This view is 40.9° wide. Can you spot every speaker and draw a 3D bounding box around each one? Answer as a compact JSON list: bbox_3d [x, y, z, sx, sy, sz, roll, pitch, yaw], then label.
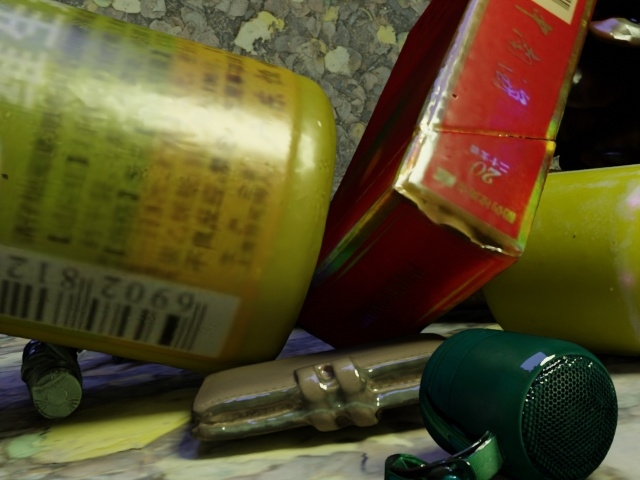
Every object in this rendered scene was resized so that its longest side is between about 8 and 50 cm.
[{"bbox_3d":[0.071,0.081,0.356,0.094,0.060,0.075,-47,19,-19],"label":"speaker"}]

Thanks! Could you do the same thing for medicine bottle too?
[{"bbox_3d":[0.214,0.012,0.524,0.122,0.122,0.212,-10,5,-40],"label":"medicine bottle"},{"bbox_3d":[-0.201,-0.048,0.565,0.384,0.224,0.224,13,-1,-14],"label":"medicine bottle"}]

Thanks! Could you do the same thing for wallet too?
[{"bbox_3d":[0.005,0.083,0.489,0.153,0.039,0.118,-10,-1,0],"label":"wallet"}]

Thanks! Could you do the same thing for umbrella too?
[{"bbox_3d":[-0.203,0.095,0.640,0.046,0.050,0.188,-31,10,-14],"label":"umbrella"}]

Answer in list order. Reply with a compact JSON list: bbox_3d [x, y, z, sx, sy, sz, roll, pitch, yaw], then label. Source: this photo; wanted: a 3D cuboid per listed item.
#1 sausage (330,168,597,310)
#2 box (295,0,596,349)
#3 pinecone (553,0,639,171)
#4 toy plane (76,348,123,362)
[{"bbox_3d":[0.099,0.012,0.792,0.501,0.123,0.136,-5,38,33],"label":"sausage"},{"bbox_3d":[0.093,-0.086,0.607,0.089,0.313,0.197,30,-32,-8],"label":"box"},{"bbox_3d":[0.348,-0.174,0.808,0.398,0.398,0.398,-7,3,0],"label":"pinecone"},{"bbox_3d":[-0.173,0.087,0.778,0.102,0.040,0.111,-7,2,-25],"label":"toy plane"}]
